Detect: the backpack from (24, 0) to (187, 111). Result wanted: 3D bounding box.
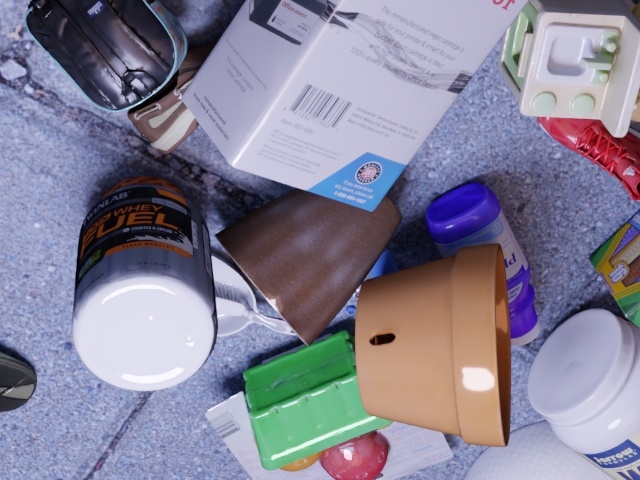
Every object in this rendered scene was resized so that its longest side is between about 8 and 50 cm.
[{"bbox_3d":[-0.271,-0.271,1.647,0.166,0.144,0.188,-36,96,11],"label":"backpack"}]

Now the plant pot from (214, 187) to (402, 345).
[{"bbox_3d":[0.000,0.000,1.843,0.230,0.215,0.215,-41,119,-2],"label":"plant pot"}]

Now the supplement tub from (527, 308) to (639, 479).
[{"bbox_3d":[0.522,0.279,2.045,0.325,0.235,0.235,35,110,-22],"label":"supplement tub"}]

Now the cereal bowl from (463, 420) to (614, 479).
[{"bbox_3d":[0.424,0.489,2.220,0.339,0.141,0.339,-4,122,-6],"label":"cereal bowl"}]

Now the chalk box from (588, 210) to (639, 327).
[{"bbox_3d":[0.600,0.019,1.938,0.180,0.179,0.289,35,110,-26],"label":"chalk box"}]

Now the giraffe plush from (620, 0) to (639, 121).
[{"bbox_3d":[0.504,-0.263,1.772,0.170,0.210,0.181,16,144,-36],"label":"giraffe plush"}]

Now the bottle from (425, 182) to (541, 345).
[{"bbox_3d":[0.266,0.046,1.955,0.118,0.092,0.283,-26,121,6],"label":"bottle"}]

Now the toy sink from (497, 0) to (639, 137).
[{"bbox_3d":[0.333,-0.256,1.700,0.131,0.234,0.153,1,122,-10],"label":"toy sink"}]

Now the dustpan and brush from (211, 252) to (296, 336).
[{"bbox_3d":[-0.131,0.104,1.950,0.211,0.060,0.147,16,117,-17],"label":"dustpan and brush"}]

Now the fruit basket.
[{"bbox_3d":[0.022,0.313,2.071,0.327,0.165,0.353,-23,137,6],"label":"fruit basket"}]

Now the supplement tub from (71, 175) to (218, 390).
[{"bbox_3d":[-0.246,0.048,1.750,0.193,0.316,0.193,-4,121,-7],"label":"supplement tub"}]

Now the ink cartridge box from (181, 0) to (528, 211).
[{"bbox_3d":[0.053,-0.261,1.632,0.285,0.166,0.395,16,117,-46],"label":"ink cartridge box"}]

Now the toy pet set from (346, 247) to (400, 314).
[{"bbox_3d":[0.073,0.066,1.955,0.114,0.065,0.122,-27,121,8],"label":"toy pet set"}]

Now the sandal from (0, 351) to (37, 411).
[{"bbox_3d":[-0.570,0.173,1.920,0.120,0.086,0.303,-41,133,9],"label":"sandal"}]

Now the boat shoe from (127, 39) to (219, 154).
[{"bbox_3d":[-0.168,-0.231,1.726,0.095,0.095,0.257,40,108,-20],"label":"boat shoe"}]

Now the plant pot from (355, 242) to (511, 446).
[{"bbox_3d":[0.166,0.154,1.808,0.203,0.291,0.291,-3,123,12],"label":"plant pot"}]

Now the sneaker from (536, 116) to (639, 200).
[{"bbox_3d":[0.430,-0.137,1.848,0.221,0.128,0.087,20,116,-19],"label":"sneaker"}]
